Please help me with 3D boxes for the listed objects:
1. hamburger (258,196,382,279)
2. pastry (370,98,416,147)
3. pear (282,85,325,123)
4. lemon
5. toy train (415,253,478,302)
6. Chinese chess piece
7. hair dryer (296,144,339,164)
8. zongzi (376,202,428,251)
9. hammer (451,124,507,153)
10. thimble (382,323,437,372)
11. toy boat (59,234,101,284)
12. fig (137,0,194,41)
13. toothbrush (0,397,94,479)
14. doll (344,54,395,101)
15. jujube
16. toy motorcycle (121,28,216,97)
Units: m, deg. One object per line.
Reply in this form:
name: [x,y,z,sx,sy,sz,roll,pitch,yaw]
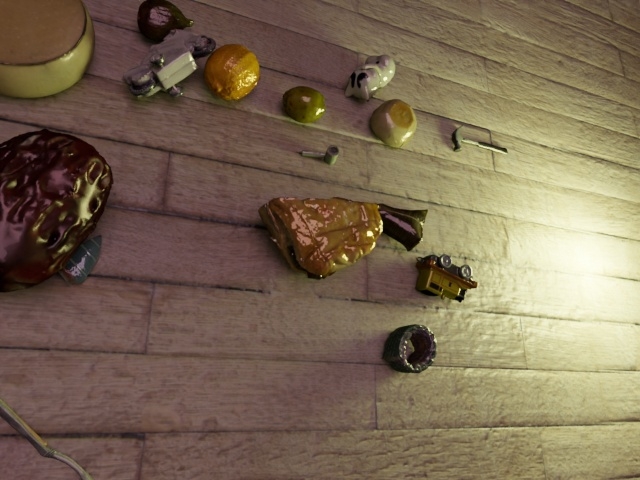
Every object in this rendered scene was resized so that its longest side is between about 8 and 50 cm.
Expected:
hamburger: [0.001,0.002,1.216,0.330,0.162,0.208,2,75,-26]
pastry: [0.242,-0.382,1.491,0.157,0.092,0.156,4,79,-21]
pear: [-0.049,-0.403,1.365,0.132,0.107,0.107,-4,74,-15]
lemon: [-0.242,-0.472,1.280,0.142,0.142,0.187,46,55,-4]
toy train: [0.375,0.118,1.385,0.220,0.089,0.127,25,75,-15]
Chinese chess piece: [-0.720,-0.507,1.085,0.338,0.140,0.337,7,72,-22]
hair dryer: [-0.010,-0.259,1.361,0.125,0.063,0.037,6,72,-9]
zongzi: [0.236,-0.084,1.402,0.187,0.084,0.184,34,49,-5]
hammer: [0.581,-0.352,1.665,0.247,0.029,0.102,6,71,-23]
thimble: [0.247,0.298,1.263,0.118,0.090,0.135,41,63,-6]
toy boat: [-0.538,0.036,1.041,0.122,0.034,0.096,-39,96,-30]
fig: [-0.424,-0.604,1.271,0.155,0.103,0.109,-4,111,-36]
toothbrush: [-0.573,0.387,0.911,0.375,0.028,0.037,46,69,-4]
doll: [0.164,-0.533,1.497,0.181,0.110,0.106,-43,132,-30]
jujube: [-0.598,-0.063,0.932,0.259,0.258,0.376,33,67,-10]
toy motorcycle: [-0.409,-0.478,1.224,0.260,0.110,0.171,-39,53,-12]
